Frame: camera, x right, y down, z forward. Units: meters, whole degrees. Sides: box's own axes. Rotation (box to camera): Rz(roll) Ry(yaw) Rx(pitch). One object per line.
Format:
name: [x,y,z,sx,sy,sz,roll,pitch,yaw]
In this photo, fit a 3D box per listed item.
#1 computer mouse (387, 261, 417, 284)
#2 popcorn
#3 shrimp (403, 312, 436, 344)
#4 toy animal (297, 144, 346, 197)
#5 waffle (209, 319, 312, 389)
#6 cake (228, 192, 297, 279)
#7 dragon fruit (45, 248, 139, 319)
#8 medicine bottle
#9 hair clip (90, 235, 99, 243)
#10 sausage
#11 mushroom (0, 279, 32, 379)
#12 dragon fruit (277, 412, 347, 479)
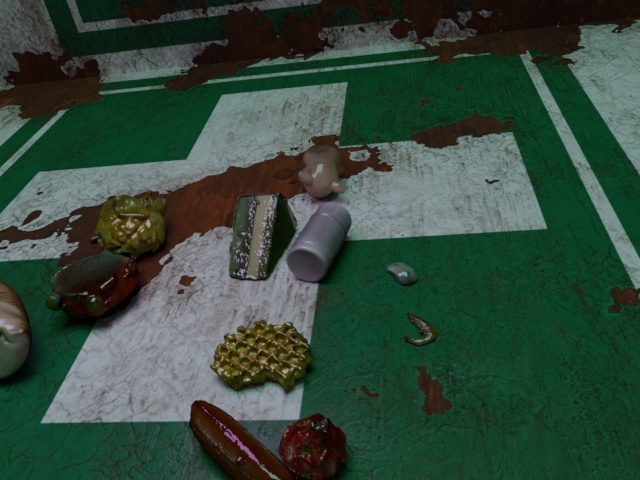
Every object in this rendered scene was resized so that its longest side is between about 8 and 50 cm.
computer mouse: [0.233,0.087,1.745,0.055,0.032,0.110,-24,38,-20]
popcorn: [-0.629,-0.061,2.020,0.233,0.192,0.266,22,63,28]
shrimp: [0.242,0.228,1.557,0.083,0.023,0.114,-28,43,-19]
toy animal: [0.006,-0.252,2.167,0.166,0.154,0.250,0,38,0]
waffle: [-0.152,0.295,1.531,0.253,0.056,0.249,-18,36,-14]
cake: [-0.182,0.011,1.938,0.157,0.172,0.284,-2,69,23]
dragon fruit: [-0.675,0.136,1.811,0.295,0.130,0.268,-34,42,-30]
medicine bottle: [0.000,0.000,1.836,0.133,0.133,0.250,6,40,21]
hair clip: [-0.725,-0.057,2.172,0.070,0.039,0.229,22,47,35]
sausage: [-0.175,0.449,1.284,0.102,0.102,0.330,-34,42,-30]
mushroom: [-0.940,0.239,1.703,0.396,0.225,0.314,8,24,11]
dragon fruit: [-0.002,0.406,1.260,0.153,0.111,0.153,16,26,-8]
